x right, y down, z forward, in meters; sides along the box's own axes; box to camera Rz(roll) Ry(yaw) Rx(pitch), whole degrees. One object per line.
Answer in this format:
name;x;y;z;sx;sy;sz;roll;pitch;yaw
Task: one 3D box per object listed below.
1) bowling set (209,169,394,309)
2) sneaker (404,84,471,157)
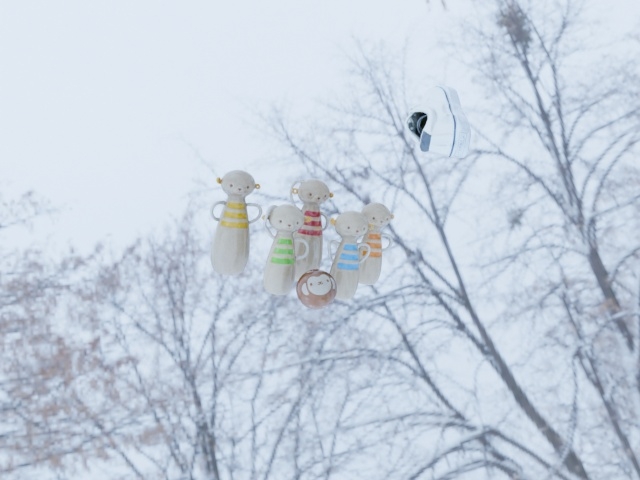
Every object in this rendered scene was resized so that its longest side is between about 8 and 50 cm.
bowling set;0.000;0.000;1.187;0.287;0.200;0.154;4;-77;-21
sneaker;0.196;-0.220;1.505;0.091;0.258;0.094;7;-68;-7
